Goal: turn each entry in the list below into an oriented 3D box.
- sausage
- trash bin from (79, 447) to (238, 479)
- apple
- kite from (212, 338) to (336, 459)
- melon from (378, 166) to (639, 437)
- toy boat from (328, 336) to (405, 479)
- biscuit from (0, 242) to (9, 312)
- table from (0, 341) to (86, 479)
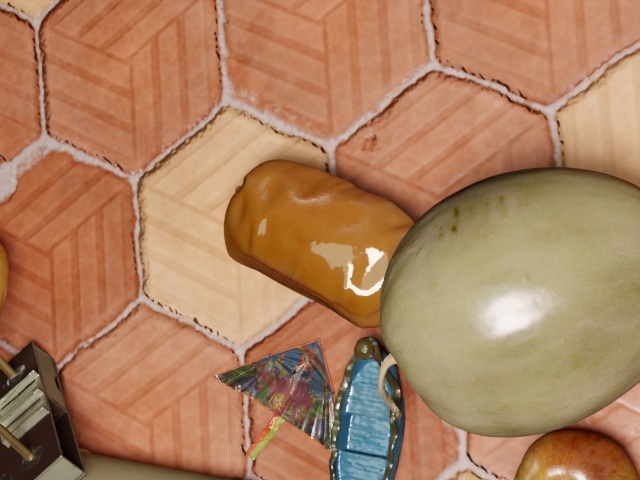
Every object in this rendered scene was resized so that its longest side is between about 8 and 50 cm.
[{"bbox_3d":[0.000,0.000,1.450,0.241,0.120,0.136,23,80,23],"label":"sausage"},{"bbox_3d":[-0.201,0.366,1.514,0.247,0.121,0.243,4,88,20],"label":"trash bin"},{"bbox_3d":[0.255,0.248,1.333,0.126,0.102,0.126,-1,86,22],"label":"apple"},{"bbox_3d":[-0.039,0.180,1.513,0.190,0.010,0.159,29,98,23],"label":"kite"},{"bbox_3d":[0.199,0.057,1.290,0.308,0.272,0.272,-21,77,-8],"label":"melon"},{"bbox_3d":[0.047,0.195,1.436,0.075,0.077,0.185,9,88,21],"label":"toy boat"},{"bbox_3d":[-0.475,0.070,1.628,0.309,0.040,0.204,-6,55,42],"label":"biscuit"},{"bbox_3d":[-0.363,0.205,1.518,0.121,0.111,0.240,-42,33,4],"label":"table"}]
